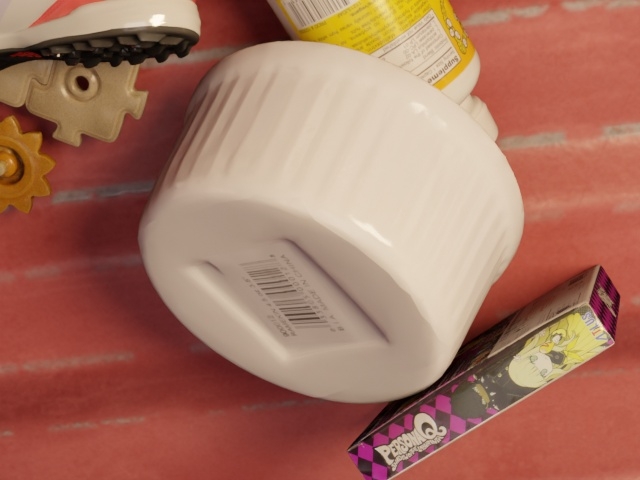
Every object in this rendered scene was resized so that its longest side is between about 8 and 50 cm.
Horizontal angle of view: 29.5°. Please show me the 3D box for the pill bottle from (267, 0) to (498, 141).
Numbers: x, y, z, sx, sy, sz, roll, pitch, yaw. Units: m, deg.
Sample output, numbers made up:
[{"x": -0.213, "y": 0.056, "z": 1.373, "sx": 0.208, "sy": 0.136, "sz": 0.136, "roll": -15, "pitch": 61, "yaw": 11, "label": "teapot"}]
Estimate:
[{"x": 0.048, "y": -0.147, "z": 0.918, "sx": 0.117, "sy": 0.117, "sz": 0.208, "roll": -29, "pitch": 110, "yaw": 13, "label": "pill bottle"}]

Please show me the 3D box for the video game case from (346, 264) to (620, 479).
[{"x": 0.139, "y": 0.101, "z": 0.968, "sx": 0.210, "sy": 0.232, "sz": 0.042, "roll": -34, "pitch": 86, "yaw": 15, "label": "video game case"}]

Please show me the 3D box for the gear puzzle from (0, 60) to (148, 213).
[{"x": -0.206, "y": -0.169, "z": 0.957, "sx": 0.175, "sy": 0.044, "sz": 0.339, "roll": 21, "pitch": 112, "yaw": 0, "label": "gear puzzle"}]

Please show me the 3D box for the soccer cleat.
[{"x": -0.241, "y": -0.184, "z": 0.889, "sx": 0.318, "sy": 0.108, "sz": 0.117, "roll": -3, "pitch": 87, "yaw": 14, "label": "soccer cleat"}]

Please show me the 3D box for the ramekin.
[{"x": 0.000, "y": 0.000, "z": 0.906, "sx": 0.277, "sy": 0.135, "sz": 0.277, "roll": 17, "pitch": 144, "yaw": 13, "label": "ramekin"}]
